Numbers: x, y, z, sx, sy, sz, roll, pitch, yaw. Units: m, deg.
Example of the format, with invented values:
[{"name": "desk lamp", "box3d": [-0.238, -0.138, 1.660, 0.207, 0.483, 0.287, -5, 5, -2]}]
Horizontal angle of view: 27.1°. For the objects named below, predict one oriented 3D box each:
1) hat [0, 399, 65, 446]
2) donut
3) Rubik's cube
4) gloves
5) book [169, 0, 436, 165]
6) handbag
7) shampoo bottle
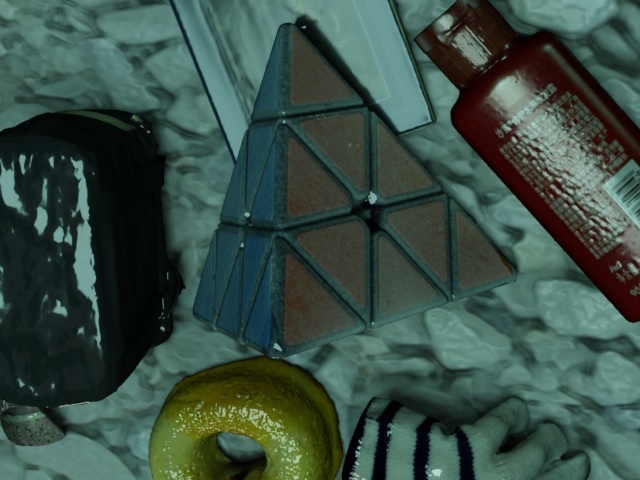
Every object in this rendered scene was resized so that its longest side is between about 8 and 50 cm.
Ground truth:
[{"name": "hat", "box3d": [-0.290, 0.170, 1.323, 0.058, 0.042, 0.087, -17, 136, 18]}, {"name": "donut", "box3d": [-0.077, 0.203, 1.266, 0.190, 0.074, 0.174, 2, 106, 11]}, {"name": "Rubik's cube", "box3d": [0.001, -0.002, 1.143, 0.233, 0.228, 0.229, -45, 58, -10]}, {"name": "gloves", "box3d": [0.138, 0.219, 1.204, 0.219, 0.131, 0.140, 21, 111, 14]}, {"name": "book", "box3d": [-0.030, -0.198, 1.168, 0.191, 0.025, 0.269, -18, 102, 16]}, {"name": "handbag", "box3d": [-0.231, 0.011, 1.186, 0.181, 0.181, 0.254, -2, 103, 13]}, {"name": "shampoo bottle", "box3d": [0.208, -0.077, 1.129, 0.118, 0.076, 0.314, -42, 94, 20]}]
